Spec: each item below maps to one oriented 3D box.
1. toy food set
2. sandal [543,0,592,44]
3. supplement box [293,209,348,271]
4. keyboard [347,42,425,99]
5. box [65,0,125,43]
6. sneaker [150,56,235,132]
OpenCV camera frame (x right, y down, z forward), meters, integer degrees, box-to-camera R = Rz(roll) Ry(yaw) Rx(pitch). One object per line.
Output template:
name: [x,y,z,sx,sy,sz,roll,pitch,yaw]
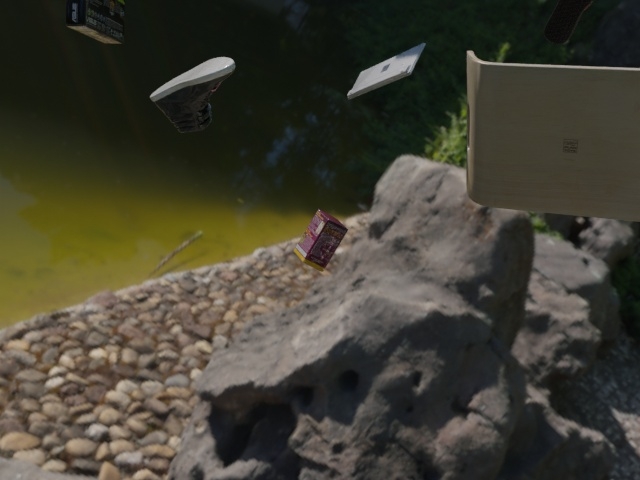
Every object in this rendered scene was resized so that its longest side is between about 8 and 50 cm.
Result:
toy food set: [0.354,-0.152,1.123,0.306,0.219,0.092,6,32,18]
sandal: [0.456,-0.433,1.430,0.067,0.179,0.040,33,47,8]
supplement box: [0.000,0.000,1.314,0.043,0.083,0.055,27,10,-26]
keyboard: [0.128,-0.337,1.615,0.014,0.072,0.256,38,-16,-20]
box: [-0.412,-0.471,1.482,0.045,0.184,0.191,1,5,7]
sneaker: [-0.308,-0.381,2.135,0.147,0.296,0.104,56,40,-24]
